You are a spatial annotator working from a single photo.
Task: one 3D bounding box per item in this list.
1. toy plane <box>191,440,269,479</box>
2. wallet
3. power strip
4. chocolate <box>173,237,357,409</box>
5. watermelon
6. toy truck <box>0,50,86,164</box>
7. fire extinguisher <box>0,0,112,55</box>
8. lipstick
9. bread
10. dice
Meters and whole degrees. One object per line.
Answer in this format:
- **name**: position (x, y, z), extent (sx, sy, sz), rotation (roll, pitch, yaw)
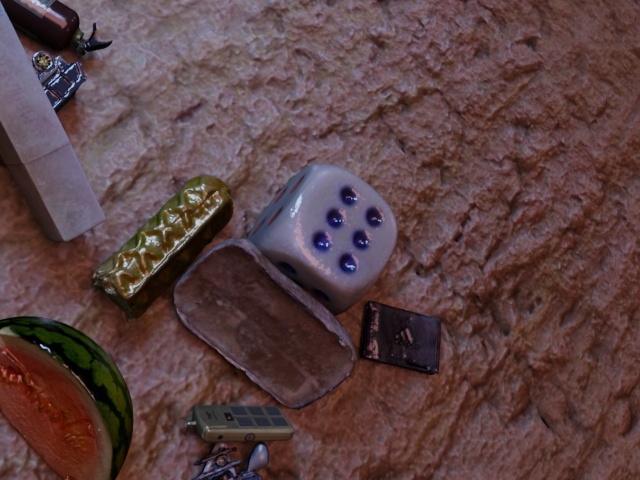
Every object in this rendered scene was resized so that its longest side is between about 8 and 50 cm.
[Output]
- **toy plane**: position (-0.174, 0.399, 1.068), extent (0.246, 0.078, 0.169), rotation (-16, 76, -29)
- **wallet**: position (0.151, 0.181, 1.327), extent (0.165, 0.030, 0.111), rotation (17, 65, -25)
- **power strip**: position (-0.128, 0.285, 1.126), extent (0.168, 0.076, 0.028), rotation (7, 107, -28)
- **chocolate**: position (-0.082, 0.124, 1.148), extent (0.303, 0.185, 0.100), rotation (42, 31, -16)
- **watermelon**: position (-0.344, 0.212, 0.996), extent (0.159, 0.128, 0.303), rotation (-41, 98, -29)
- **toy truck**: position (-0.436, -0.200, 1.075), extent (0.092, 0.083, 0.192), rotation (44, 61, -18)
- **fire extinguisher**: position (-0.440, -0.363, 1.128), extent (0.231, 0.071, 0.099), rotation (29, 38, -20)
- **lipstick**: position (-0.414, -0.176, 0.976), extent (0.076, 0.079, 0.372), rotation (-35, 117, -34)
- **bread**: position (-0.236, 0.001, 1.130), extent (0.098, 0.087, 0.269), rotation (46, 62, -10)
- **dice**: position (0.000, 0.000, 1.197), extent (0.194, 0.192, 0.193), rotation (40, 61, -12)
